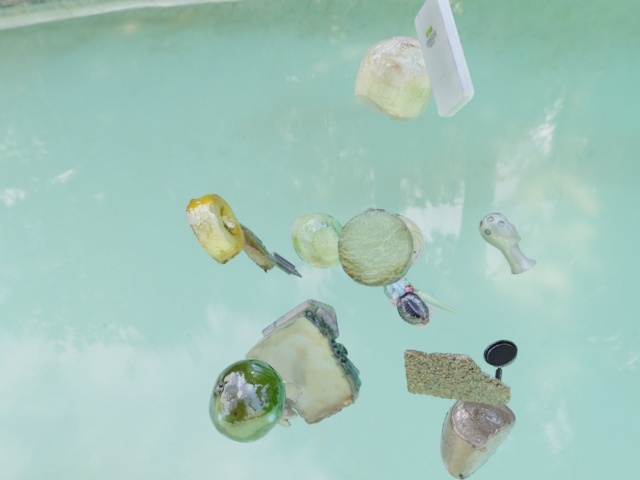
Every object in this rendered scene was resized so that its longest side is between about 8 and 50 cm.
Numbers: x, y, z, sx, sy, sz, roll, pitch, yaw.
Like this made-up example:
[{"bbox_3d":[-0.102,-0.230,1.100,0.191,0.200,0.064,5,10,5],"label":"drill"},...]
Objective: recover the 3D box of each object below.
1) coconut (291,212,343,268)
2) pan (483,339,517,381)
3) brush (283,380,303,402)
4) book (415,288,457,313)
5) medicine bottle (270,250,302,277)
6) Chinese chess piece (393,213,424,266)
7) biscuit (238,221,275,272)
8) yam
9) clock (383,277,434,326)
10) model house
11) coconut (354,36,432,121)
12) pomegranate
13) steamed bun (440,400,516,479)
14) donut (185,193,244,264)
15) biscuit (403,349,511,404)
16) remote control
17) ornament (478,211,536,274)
[{"bbox_3d":[0.000,0.000,1.519,0.236,0.205,0.236,6,8,-1],"label":"coconut"},{"bbox_3d":[0.702,0.480,1.588,0.136,0.028,0.235,-21,20,37],"label":"pan"},{"bbox_3d":[-0.159,0.567,1.579,0.067,0.313,0.072,18,67,32],"label":"brush"},{"bbox_3d":[0.437,0.245,1.771,0.215,0.282,0.025,14,79,58],"label":"book"},{"bbox_3d":[-0.165,0.128,1.972,0.057,0.199,0.058,-42,24,24],"label":"medicine bottle"},{"bbox_3d":[0.285,0.025,1.647,0.270,0.270,0.112,-17,43,-11],"label":"Chinese chess piece"},{"bbox_3d":[-0.293,0.008,1.691,0.075,0.296,0.296,-43,45,-2],"label":"biscuit"},{"bbox_3d":[0.134,0.026,0.942,0.168,0.168,0.304,2,-4,12],"label":"yam"},{"bbox_3d":[0.284,0.198,1.324,0.100,0.195,0.194,-42,71,4],"label":"clock"},{"bbox_3d":[-0.021,0.507,1.858,0.395,0.445,0.400,-39,1,18],"label":"model house"},{"bbox_3d":[0.278,-0.591,1.465,0.297,0.255,0.297,7,35,-5],"label":"coconut"},{"bbox_3d":[-0.148,0.382,0.958,0.187,0.225,0.187,-28,45,32],"label":"pomegranate"},{"bbox_3d":[0.566,0.723,1.544,0.301,0.251,0.199,-11,37,-35],"label":"steamed bun"},{"bbox_3d":[-0.240,-0.034,0.957,0.074,0.174,0.190,-25,3,1],"label":"donut"},{"bbox_3d":[0.317,0.321,0.949,0.237,0.131,0.026,0,27,22],"label":"biscuit"},{"bbox_3d":[0.263,-0.400,0.877,0.034,0.103,0.250,-10,80,-14],"label":"remote control"},{"bbox_3d":[0.448,0.002,0.980,0.081,0.156,0.075,-35,-2,-3],"label":"ornament"}]
